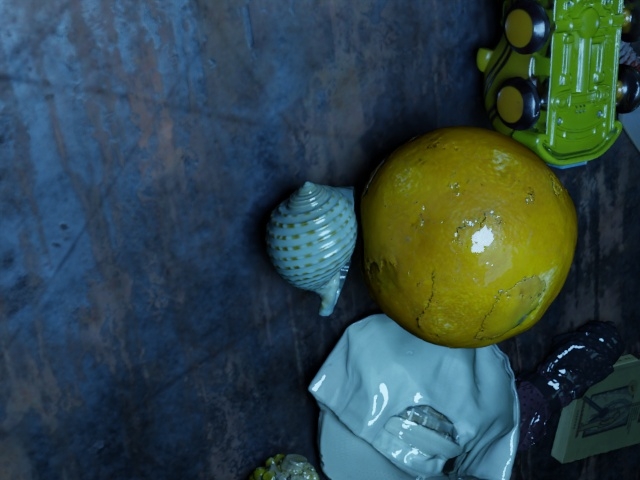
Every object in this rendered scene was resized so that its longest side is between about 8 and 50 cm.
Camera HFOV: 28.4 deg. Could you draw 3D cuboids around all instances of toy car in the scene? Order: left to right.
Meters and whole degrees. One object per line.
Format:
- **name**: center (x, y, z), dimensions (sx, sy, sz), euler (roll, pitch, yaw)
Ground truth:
- **toy car**: center (0.260, -0.213, 1.439), dimensions (0.200, 0.142, 0.248), euler (-8, 109, -36)

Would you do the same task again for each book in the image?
- **book**: center (0.454, 0.244, 1.902), dimensions (0.230, 0.026, 0.161), euler (-8, 118, -32)

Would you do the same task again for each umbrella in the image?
- **umbrella**: center (0.284, 0.222, 1.733), dimensions (0.326, 0.094, 0.090), euler (-36, 174, -16)

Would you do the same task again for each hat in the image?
- **hat**: center (0.131, 0.234, 1.575), dimensions (0.168, 0.257, 0.301), euler (-52, 159, -36)

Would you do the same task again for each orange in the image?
- **orange**: center (0.158, -0.003, 1.373), dimensions (0.246, 0.246, 0.246), euler (-16, 123, -27)

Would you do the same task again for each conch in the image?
- **conch**: center (-0.006, -0.004, 1.396), dimensions (0.135, 0.102, 0.153), euler (-50, 162, -42)

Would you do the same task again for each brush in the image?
- **brush**: center (0.397, -0.190, 1.613), dimensions (0.060, 0.050, 0.321), euler (-51, 133, -6)

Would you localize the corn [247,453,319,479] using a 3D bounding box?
- **corn**: center (-0.077, 0.400, 1.572), dimensions (0.097, 0.097, 0.320), euler (4, 114, -36)
